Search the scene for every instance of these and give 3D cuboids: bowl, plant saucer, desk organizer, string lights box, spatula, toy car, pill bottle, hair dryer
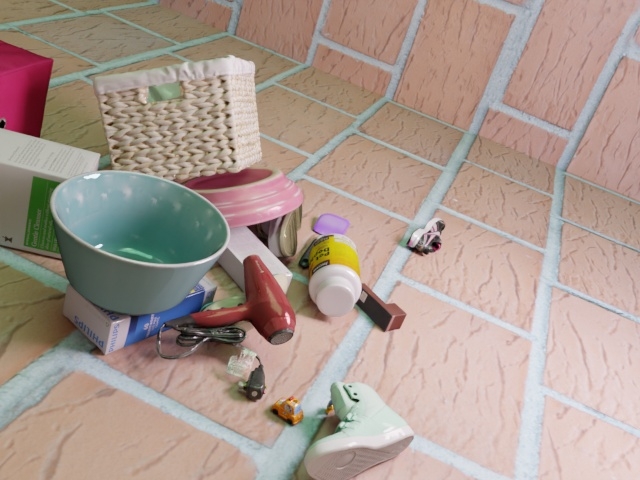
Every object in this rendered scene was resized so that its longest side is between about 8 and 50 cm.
[{"bbox_3d":[-0.333,0.020,1.363,0.312,0.163,0.311,15,28,-8],"label":"bowl"},{"bbox_3d":[-0.209,-0.107,1.793,0.333,0.084,0.332,-7,16,2],"label":"plant saucer"},{"bbox_3d":[0.132,0.149,1.731,0.050,0.047,0.130,-3,34,-41],"label":"desk organizer"},{"bbox_3d":[-0.340,0.114,1.449,0.133,0.076,0.260,35,31,25],"label":"string lights box"},{"bbox_3d":[0.000,0.000,1.940,0.084,0.030,0.296,23,27,8],"label":"spatula"},{"bbox_3d":[-0.027,0.289,1.367,0.122,0.040,0.060,-9,38,-43],"label":"toy car"},{"bbox_3d":[0.032,0.080,1.714,0.117,0.117,0.215,15,27,-9],"label":"pill bottle"},{"bbox_3d":[-0.153,0.135,1.423,0.224,0.080,0.293,29,44,-6],"label":"hair dryer"}]

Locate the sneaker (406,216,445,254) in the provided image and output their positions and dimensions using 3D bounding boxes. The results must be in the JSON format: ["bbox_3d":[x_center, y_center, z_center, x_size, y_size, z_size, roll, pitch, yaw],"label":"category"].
[{"bbox_3d":[0.309,-0.002,2.128,0.077,0.072,0.178,41,40,14],"label":"sneaker"}]

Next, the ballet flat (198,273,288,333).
[{"bbox_3d":[-0.135,0.139,1.536,0.086,0.086,0.249,36,40,29],"label":"ballet flat"}]

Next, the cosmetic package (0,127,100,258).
[{"bbox_3d":[-0.654,-0.112,1.535,0.366,0.196,0.155,12,28,-11],"label":"cosmetic package"}]

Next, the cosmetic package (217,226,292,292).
[{"bbox_3d":[-0.171,0.039,1.718,0.099,0.060,0.239,-8,37,-36],"label":"cosmetic package"}]

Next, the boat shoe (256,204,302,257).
[{"bbox_3d":[-0.108,-0.038,1.870,0.104,0.113,0.302,-1,20,5],"label":"boat shoe"}]

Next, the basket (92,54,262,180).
[{"bbox_3d":[-0.324,-0.289,1.836,0.329,0.266,0.331,-7,10,6],"label":"basket"}]

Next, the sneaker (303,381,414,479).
[{"bbox_3d":[0.033,0.317,1.294,0.256,0.094,0.151,2,36,-50],"label":"sneaker"}]

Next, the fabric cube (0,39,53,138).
[{"bbox_3d":[-0.814,-0.325,1.766,0.259,0.254,0.258,21,25,4],"label":"fabric cube"}]
